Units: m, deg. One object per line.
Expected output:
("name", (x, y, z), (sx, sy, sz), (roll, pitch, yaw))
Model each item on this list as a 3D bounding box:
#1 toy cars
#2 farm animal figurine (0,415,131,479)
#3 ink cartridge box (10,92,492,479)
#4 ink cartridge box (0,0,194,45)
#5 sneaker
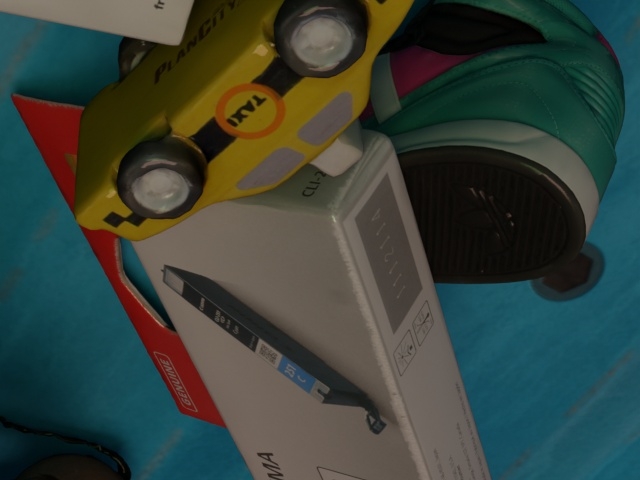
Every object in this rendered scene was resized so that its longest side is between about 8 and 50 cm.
("toy cars", (0.026, -0.161, 0.484), (0.087, 0.176, 0.393), (32, 80, -34))
("farm animal figurine", (-0.207, 0.297, 0.792), (0.172, 0.330, 0.326), (12, 94, -14))
("ink cartridge box", (-0.048, 0.059, 0.638), (0.261, 0.066, 0.296), (9, 137, 32))
("ink cartridge box", (-0.184, -0.191, 0.425), (0.273, 0.197, 0.114), (8, 124, -26))
("sneaker", (0.043, -0.074, 0.621), (0.295, 0.178, 0.124), (4, 134, 40))
